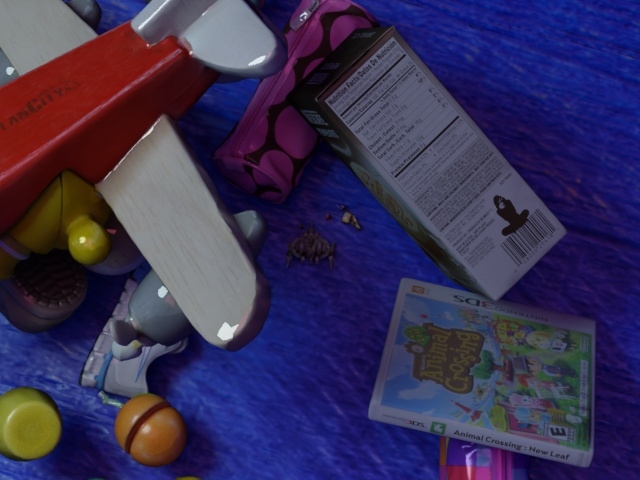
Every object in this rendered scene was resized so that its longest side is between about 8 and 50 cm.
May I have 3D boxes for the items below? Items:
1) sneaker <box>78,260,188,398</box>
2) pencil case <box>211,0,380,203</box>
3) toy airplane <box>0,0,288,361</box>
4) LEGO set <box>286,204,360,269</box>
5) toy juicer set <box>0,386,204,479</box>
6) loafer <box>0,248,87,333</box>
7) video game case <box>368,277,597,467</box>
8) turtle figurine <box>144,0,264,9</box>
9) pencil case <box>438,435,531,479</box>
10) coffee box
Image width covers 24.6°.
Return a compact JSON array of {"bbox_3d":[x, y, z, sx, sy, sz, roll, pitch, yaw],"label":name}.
[{"bbox_3d":[-0.157,0.066,1.410,0.083,0.071,0.191,25,85,-7],"label":"sneaker"},{"bbox_3d":[-0.027,-0.143,1.417,0.095,0.098,0.209,24,81,17],"label":"pencil case"},{"bbox_3d":[-0.190,-0.081,1.280,0.384,0.272,0.386,4,55,16],"label":"toy airplane"},{"bbox_3d":[-0.001,-0.003,1.429,0.054,0.023,0.083,34,83,7],"label":"LEGO set"},{"bbox_3d":[-0.194,0.294,1.366,0.209,0.089,0.329,-4,90,-19],"label":"toy juicer set"},{"bbox_3d":[-0.324,-0.014,1.407,0.102,0.092,0.268,-16,61,-40],"label":"loafer"},{"bbox_3d":[0.152,0.113,1.327,0.193,0.212,0.023,12,121,4],"label":"video game case"},{"bbox_3d":[-0.132,-0.274,1.432,0.234,0.118,0.175,27,52,20],"label":"turtle figurine"},{"bbox_3d":[0.154,0.243,1.344,0.104,0.104,0.236,0,79,2],"label":"pencil case"},{"bbox_3d":[0.094,-0.072,1.339,0.098,0.141,0.246,-44,103,-5],"label":"coffee box"}]
